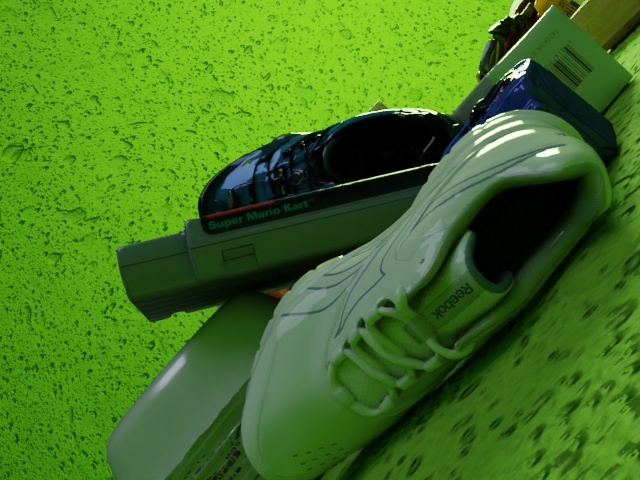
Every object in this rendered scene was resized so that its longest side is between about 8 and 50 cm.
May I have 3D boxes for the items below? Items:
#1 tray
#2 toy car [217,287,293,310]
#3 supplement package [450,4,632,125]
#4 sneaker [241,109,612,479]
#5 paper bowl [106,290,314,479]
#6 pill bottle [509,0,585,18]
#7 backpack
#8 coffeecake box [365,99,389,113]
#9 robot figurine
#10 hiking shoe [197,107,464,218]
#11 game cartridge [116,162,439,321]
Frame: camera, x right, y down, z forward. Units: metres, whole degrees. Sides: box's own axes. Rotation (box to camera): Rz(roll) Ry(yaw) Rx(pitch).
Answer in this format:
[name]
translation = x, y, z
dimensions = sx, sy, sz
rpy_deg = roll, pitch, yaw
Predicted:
[tray]
translation = 0.501, -0.431, 1.143
dimensions = 0.411, 0.076, 0.203
rpy_deg = -47, -2, -36
[toy car]
translation = -0.030, 0.097, 1.317
dimensions = 0.238, 0.210, 0.219
rpy_deg = -34, 19, 38
[supplement package]
translation = 0.211, -0.138, 0.836
dimensions = 0.105, 0.105, 0.179
rpy_deg = -47, -2, -12
[sneaker]
translation = 0.052, 0.038, 0.494
dimensions = 0.297, 0.111, 0.129
rpy_deg = -50, 5, 8
[paper bowl]
translation = -0.078, 0.160, 0.735
dimensions = 0.284, 0.148, 0.284
rpy_deg = -49, 0, 0
[pill bottle]
translation = 0.502, -0.491, 1.577
dimensions = 0.169, 0.169, 0.301
rpy_deg = -48, -1, -19
[backpack]
translation = 0.140, -0.057, 0.599
dimensions = 0.120, 0.098, 0.101
rpy_deg = -48, 3, 31
[coffeecake box]
translation = 0.093, -0.059, 0.978
dimensions = 0.142, 0.185, 0.068
rpy_deg = -47, -2, -41
[robot figurine]
translation = 0.354, -0.310, 1.376
dimensions = 0.291, 0.085, 0.211
rpy_deg = -53, -38, -28
[hiking shoe]
translation = -0.001, -0.077, 0.836
dimensions = 0.304, 0.113, 0.132
rpy_deg = -17, -9, 15
[game cartridge]
translation = 0.000, 0.000, 0.760
dimensions = 0.355, 0.068, 0.230
rpy_deg = -14, -12, -10
